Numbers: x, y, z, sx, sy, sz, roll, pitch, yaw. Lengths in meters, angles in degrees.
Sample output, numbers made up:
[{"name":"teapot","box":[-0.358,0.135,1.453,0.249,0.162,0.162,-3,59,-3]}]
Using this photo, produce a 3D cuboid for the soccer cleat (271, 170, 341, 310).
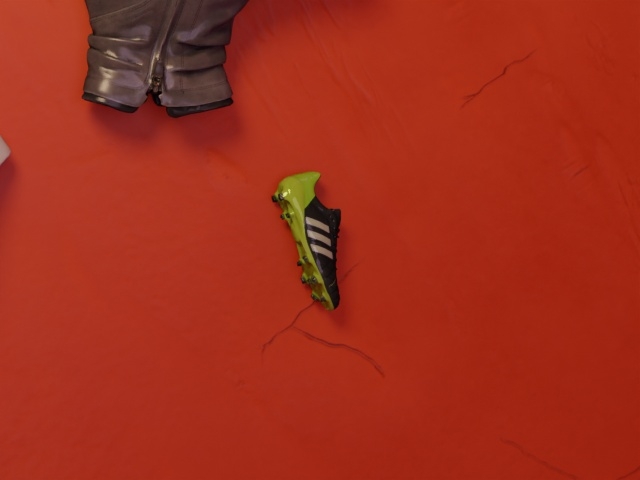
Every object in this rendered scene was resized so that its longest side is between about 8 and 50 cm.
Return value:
[{"name":"soccer cleat","box":[0.000,0.000,1.435,0.072,0.060,0.178,-23,101,-20]}]

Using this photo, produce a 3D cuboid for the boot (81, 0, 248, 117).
[{"name":"boot","box":[-0.117,-0.262,1.341,0.338,0.118,0.222,-6,101,-11]}]

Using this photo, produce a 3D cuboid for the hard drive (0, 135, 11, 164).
[{"name":"hard drive","box":[-0.459,-0.155,1.153,0.307,0.040,0.203,59,35,-26]}]
